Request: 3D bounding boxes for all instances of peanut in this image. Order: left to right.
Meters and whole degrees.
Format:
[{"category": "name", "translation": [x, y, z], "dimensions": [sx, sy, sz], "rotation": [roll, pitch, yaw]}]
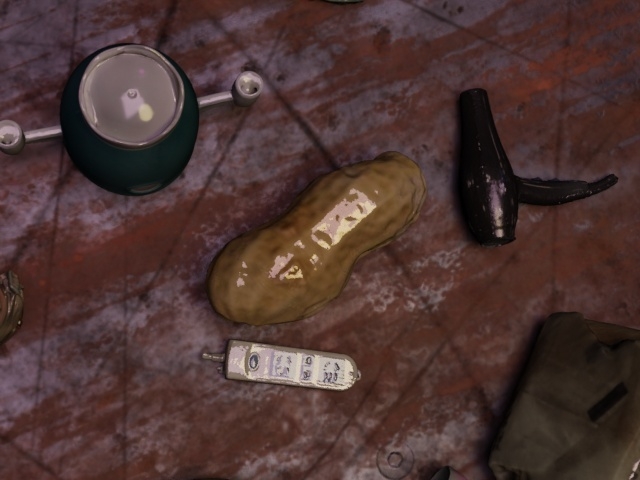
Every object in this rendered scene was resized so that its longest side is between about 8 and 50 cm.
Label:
[{"category": "peanut", "translation": [0.000, 0.000, 1.297], "dimensions": [0.290, 0.130, 0.130], "rotation": [-39, 92, -11]}]

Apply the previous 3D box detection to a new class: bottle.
[{"category": "bottle", "translation": [-0.365, 0.071, 1.207], "dimensions": [0.099, 0.152, 0.098], "rotation": [1, 82, -11]}]

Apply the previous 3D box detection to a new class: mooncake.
[{"category": "mooncake", "translation": [0.319, 0.216, 1.275], "dimensions": [0.136, 0.250, 0.254], "rotation": [32, 83, -25]}]

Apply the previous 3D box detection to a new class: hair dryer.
[{"category": "hair dryer", "translation": [0.270, -0.088, 1.399], "dimensions": [0.219, 0.075, 0.195], "rotation": [0, 75, -21]}]

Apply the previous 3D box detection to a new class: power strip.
[{"category": "power strip", "translation": [-0.043, 0.146, 1.321], "dimensions": [0.191, 0.030, 0.047], "rotation": [8, 82, -10]}]

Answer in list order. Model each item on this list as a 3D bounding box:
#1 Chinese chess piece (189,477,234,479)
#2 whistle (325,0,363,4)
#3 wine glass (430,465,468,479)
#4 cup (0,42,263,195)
[{"category": "Chinese chess piece", "translation": [-0.122, 0.388, 1.244], "dimensions": [0.250, 0.101, 0.250], "rotation": [1, 84, -10]}, {"category": "whistle", "translation": [0.029, -0.442, 1.334], "dimensions": [0.164, 0.163, 0.289], "rotation": [4, 83, -10]}, {"category": "wine glass", "translation": [0.196, 0.330, 1.327], "dimensions": [0.155, 0.073, 0.073], "rotation": [29, 80, -9]}, {"category": "cup", "translation": [-0.209, -0.141, 1.249], "dimensions": [0.300, 0.173, 0.167], "rotation": [-14, 88, -12]}]
